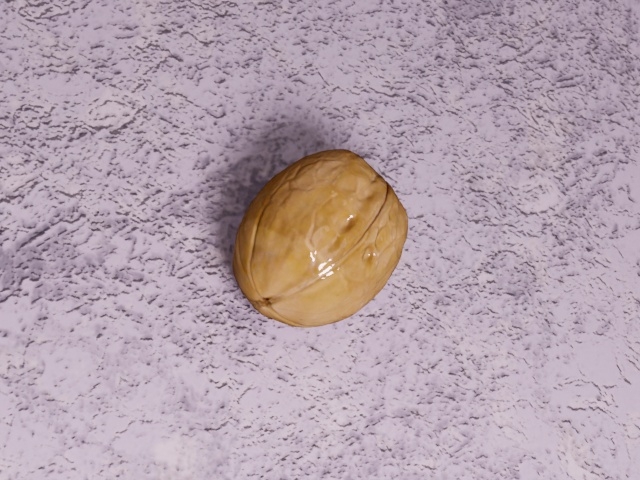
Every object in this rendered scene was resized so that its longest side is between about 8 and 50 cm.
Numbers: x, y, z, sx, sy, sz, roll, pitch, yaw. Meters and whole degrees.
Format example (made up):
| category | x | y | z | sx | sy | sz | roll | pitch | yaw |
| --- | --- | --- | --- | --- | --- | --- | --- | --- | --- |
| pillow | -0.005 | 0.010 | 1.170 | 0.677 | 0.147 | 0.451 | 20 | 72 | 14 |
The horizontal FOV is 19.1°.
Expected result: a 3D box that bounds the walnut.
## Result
| category | x | y | z | sx | sy | sz | roll | pitch | yaw |
| --- | --- | --- | --- | --- | --- | --- | --- | --- | --- |
| walnut | 0.000 | 0.000 | 1.983 | 0.165 | 0.165 | 0.197 | 44 | 53 | 0 |
